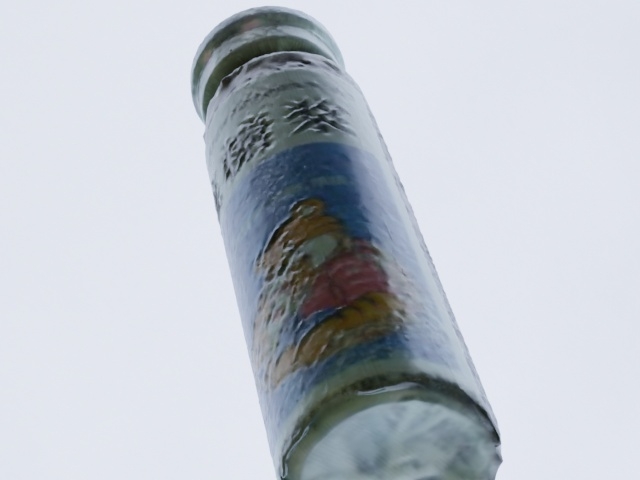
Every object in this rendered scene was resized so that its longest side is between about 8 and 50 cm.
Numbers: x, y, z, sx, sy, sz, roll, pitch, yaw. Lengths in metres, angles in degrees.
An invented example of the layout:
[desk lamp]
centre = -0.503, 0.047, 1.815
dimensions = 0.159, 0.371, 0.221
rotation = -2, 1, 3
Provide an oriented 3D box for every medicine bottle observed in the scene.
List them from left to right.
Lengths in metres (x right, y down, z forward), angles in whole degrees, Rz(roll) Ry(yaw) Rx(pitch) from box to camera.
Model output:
[medicine bottle]
centre = 0.000, 0.000, 0.456
dimensions = 0.051, 0.051, 0.191
rotation = -30, -148, 8
